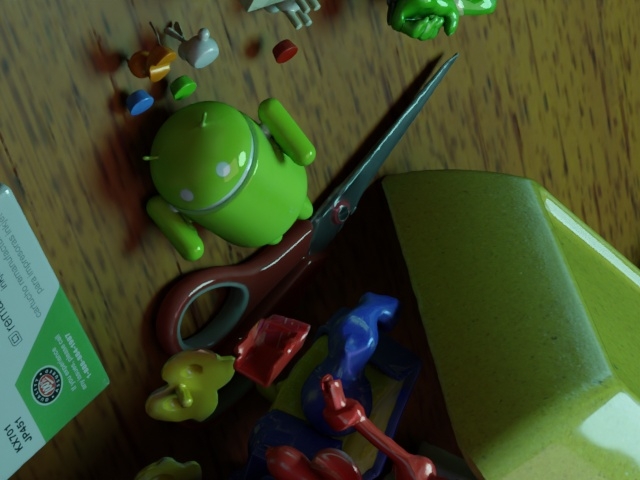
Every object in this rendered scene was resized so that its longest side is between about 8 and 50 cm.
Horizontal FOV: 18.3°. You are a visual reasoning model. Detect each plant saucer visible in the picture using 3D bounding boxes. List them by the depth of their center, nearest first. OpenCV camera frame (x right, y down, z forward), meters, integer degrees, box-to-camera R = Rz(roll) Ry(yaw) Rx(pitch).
[{"bbox_3d":[0.201,0.106,1.225,0.333,0.333,0.081,38,110,-26],"label":"plant saucer"}]

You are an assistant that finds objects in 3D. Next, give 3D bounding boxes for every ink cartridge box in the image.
[{"bbox_3d":[-0.226,0.076,0.986,0.208,0.087,0.153,-44,136,-24],"label":"ink cartridge box"}]

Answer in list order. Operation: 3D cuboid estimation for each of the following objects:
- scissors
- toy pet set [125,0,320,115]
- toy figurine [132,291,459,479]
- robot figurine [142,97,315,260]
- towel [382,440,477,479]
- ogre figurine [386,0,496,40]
[{"bbox_3d":[0.000,0.000,1.264,0.297,0.021,0.109,-43,135,-28],"label":"scissors"},{"bbox_3d":[-0.058,-0.142,1.107,0.122,0.065,0.114,-23,160,-37],"label":"toy pet set"},{"bbox_3d":[0.012,0.159,1.212,0.217,0.191,0.363,-48,160,-47],"label":"toy figurine"},{"bbox_3d":[-0.052,-0.038,1.141,0.101,0.067,0.115,-38,144,13],"label":"robot figurine"},{"bbox_3d":[0.131,0.361,1.361,0.374,0.320,0.090,-67,157,1],"label":"towel"},{"bbox_3d":[0.114,-0.204,1.228,0.197,0.097,0.118,-14,131,-32],"label":"ogre figurine"}]
